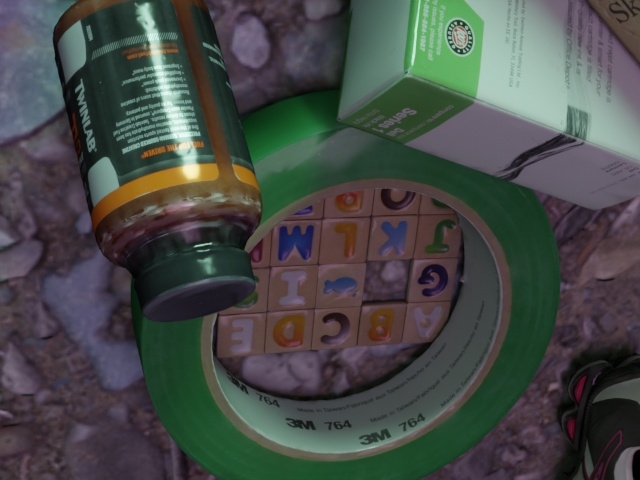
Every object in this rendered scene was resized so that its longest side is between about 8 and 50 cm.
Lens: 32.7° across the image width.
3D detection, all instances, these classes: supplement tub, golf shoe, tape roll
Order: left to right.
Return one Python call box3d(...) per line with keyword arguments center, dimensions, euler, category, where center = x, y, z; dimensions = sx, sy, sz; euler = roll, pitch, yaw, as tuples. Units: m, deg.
box3d(center=(-0.097, -0.053, 0.675), dimensions=(0.106, 0.198, 0.106), euler=(-15, 161, -5), category="supplement tub")
box3d(center=(0.020, 0.048, 0.828), dimensions=(0.321, 0.077, 0.321), euler=(-7, 117, -13), category="tape roll")
box3d(center=(0.275, 0.237, 0.990), dimensions=(0.105, 0.120, 0.273), euler=(-16, 121, -11), category="golf shoe")

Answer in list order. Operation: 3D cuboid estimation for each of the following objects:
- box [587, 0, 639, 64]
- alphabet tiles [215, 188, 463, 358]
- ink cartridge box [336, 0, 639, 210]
box3d(center=(0.246, -0.195, 0.675), dimensions=(0.311, 0.148, 0.121), euler=(46, 59, -9), category="box")
box3d(center=(0.000, 0.000, 0.847), dimensions=(0.237, 0.009, 0.198), euler=(-3, 117, -17), category="alphabet tiles")
box3d(center=(0.134, -0.129, 0.732), dimensions=(0.219, 0.092, 0.160), euler=(17, 67, -24), category="ink cartridge box")
